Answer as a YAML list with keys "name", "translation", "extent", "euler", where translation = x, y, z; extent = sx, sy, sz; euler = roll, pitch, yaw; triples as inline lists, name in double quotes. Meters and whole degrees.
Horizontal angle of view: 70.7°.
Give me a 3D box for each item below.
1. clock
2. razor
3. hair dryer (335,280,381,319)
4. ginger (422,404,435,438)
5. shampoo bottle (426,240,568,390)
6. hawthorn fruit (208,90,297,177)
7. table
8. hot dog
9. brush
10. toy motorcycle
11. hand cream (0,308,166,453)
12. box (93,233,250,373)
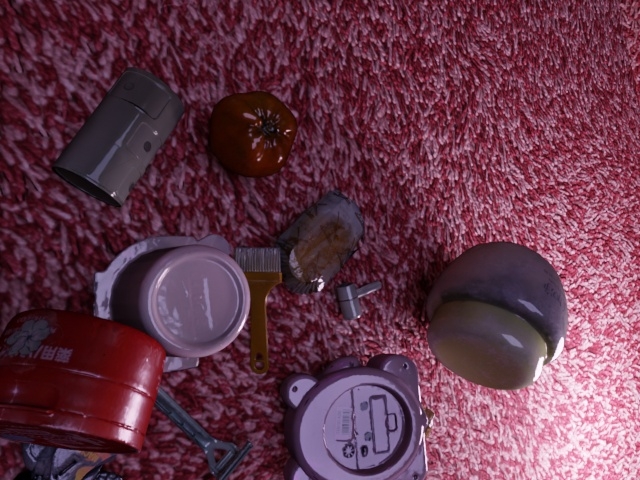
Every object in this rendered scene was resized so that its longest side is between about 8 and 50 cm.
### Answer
- name: "clock"
  translation: [0.074, 0.406, 0.995]
  extent: [0.322, 0.113, 0.295]
  euler: [0, 79, -20]
- name: "razor"
  translation: [-0.261, 0.350, 0.869]
  extent: [0.278, 0.056, 0.111]
  euler: [49, 65, -10]
- name: "hair dryer"
  translation: [0.101, 0.132, 1.092]
  extent: [0.137, 0.047, 0.082]
  euler: [-19, 97, -37]
- name: "ginger"
  translation: [0.215, 0.479, 1.119]
  extent: [0.165, 0.067, 0.096]
  euler: [-37, 105, -13]
- name: "shampoo bottle"
  translation: [0.431, 0.176, 1.116]
  extent: [0.322, 0.322, 0.317]
  euler: [47, 54, -18]
- name: "hawthorn fruit"
  translation: [-0.142, -0.213, 0.903]
  extent: [0.189, 0.189, 0.189]
  euler: [2, 85, -29]
- name: "table"
  translation: [-0.354, -0.182, 0.806]
  extent: [0.126, 0.126, 0.220]
  euler: [34, 70, -23]
- name: "hot dog"
  translation: [0.000, 0.000, 1.022]
  extent: [0.270, 0.082, 0.162]
  euler: [-45, 113, -31]
- name: "brush"
  translation: [-0.130, 0.149, 0.948]
  extent: [0.103, 0.013, 0.272]
  euler: [0, 94, 11]
- name: "toy motorcycle"
  translation: [-0.419, 0.326, 0.746]
  extent: [0.173, 0.108, 0.307]
  euler: [-7, 87, -24]
- name: "hand cream"
  translation: [-0.339, 0.201, 0.624]
  extent: [0.230, 0.230, 0.149]
  euler: [28, 50, -25]
- name: "box"
  translation: [-0.226, 0.094, 0.803]
  extent: [0.291, 0.206, 0.262]
  euler: [-47, 110, -28]
